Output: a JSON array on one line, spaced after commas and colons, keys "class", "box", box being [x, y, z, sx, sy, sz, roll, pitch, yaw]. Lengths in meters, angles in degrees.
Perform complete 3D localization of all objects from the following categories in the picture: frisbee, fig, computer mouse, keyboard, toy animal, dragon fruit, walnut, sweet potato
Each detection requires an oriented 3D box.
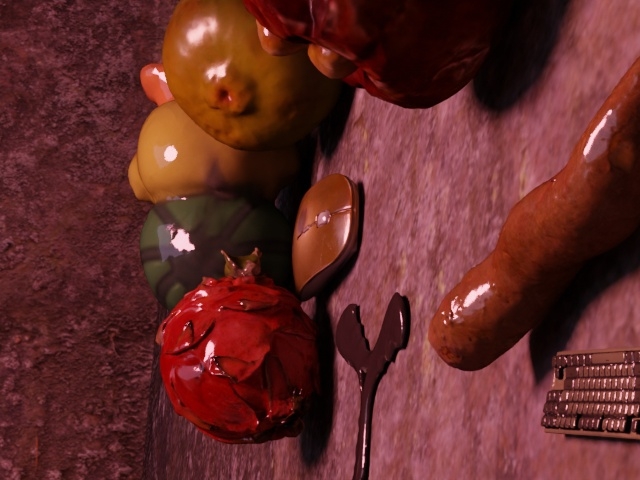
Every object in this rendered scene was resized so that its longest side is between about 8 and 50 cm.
[{"class": "frisbee", "box": [0.040, 0.138, 1.226, 0.211, 0.012, 0.187, 145, 131, -72]}, {"class": "fig", "box": [-0.058, -0.218, 1.506, 0.230, 0.207, 0.207, -50, -5, -29]}, {"class": "computer mouse", "box": [-0.002, 0.000, 1.427, 0.199, 0.045, 0.102, 128, 145, -68]}, {"class": "keyboard", "box": [0.152, 0.083, 0.744, 0.129, 0.015, 0.049, 156, 121, -76]}, {"class": "toy animal", "box": [-0.131, -0.064, 1.635, 0.191, 0.216, 0.338, 58, -151, -74]}, {"class": "dragon fruit", "box": [-0.085, 0.121, 1.416, 0.172, 0.172, 0.209, 111, 150, -47]}, {"class": "walnut", "box": [0.048, -0.243, 0.982, 0.269, 0.221, 0.244, -65, 23, 8]}, {"class": "sweet potato", "box": [0.139, -0.011, 0.762, 0.067, 0.059, 0.281, -48, -6, -35]}]
